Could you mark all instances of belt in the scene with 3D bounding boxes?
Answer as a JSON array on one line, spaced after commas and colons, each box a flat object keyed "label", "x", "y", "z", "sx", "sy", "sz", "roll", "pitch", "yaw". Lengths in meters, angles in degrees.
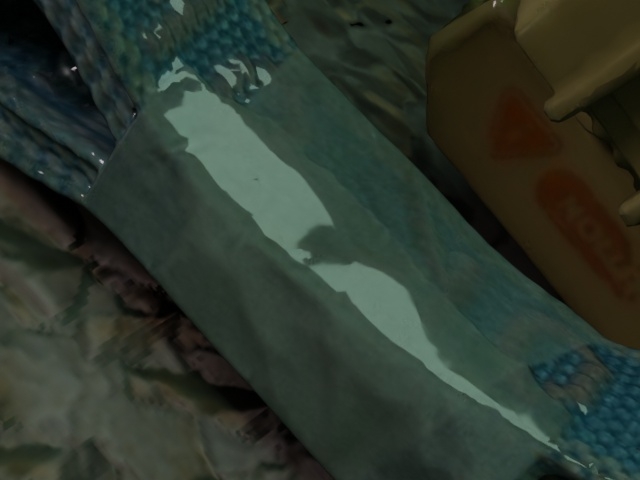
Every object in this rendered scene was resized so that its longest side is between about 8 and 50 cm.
[{"label": "belt", "x": 0.000, "y": 0.000, "z": 0.486, "sx": 0.302, "sy": 0.087, "sz": 0.072, "roll": 44, "pitch": 36, "yaw": 4}]

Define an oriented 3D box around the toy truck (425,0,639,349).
[{"label": "toy truck", "x": 0.219, "y": 0.026, "z": 0.522, "sx": 0.405, "sy": 0.254, "sz": 0.180, "roll": 52, "pitch": 41, "yaw": -8}]
